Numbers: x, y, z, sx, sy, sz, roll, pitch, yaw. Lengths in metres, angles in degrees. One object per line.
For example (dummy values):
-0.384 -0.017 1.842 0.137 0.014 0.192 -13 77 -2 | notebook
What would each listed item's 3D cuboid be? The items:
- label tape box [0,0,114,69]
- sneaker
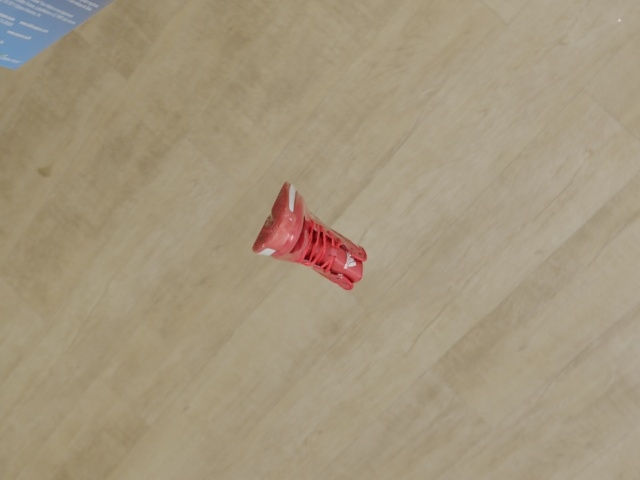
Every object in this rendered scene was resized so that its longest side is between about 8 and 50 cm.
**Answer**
-0.240 -0.311 0.799 0.348 0.249 0.115 -34 89 9 | label tape box
0.000 0.000 0.947 0.128 0.221 0.087 27 95 -3 | sneaker
